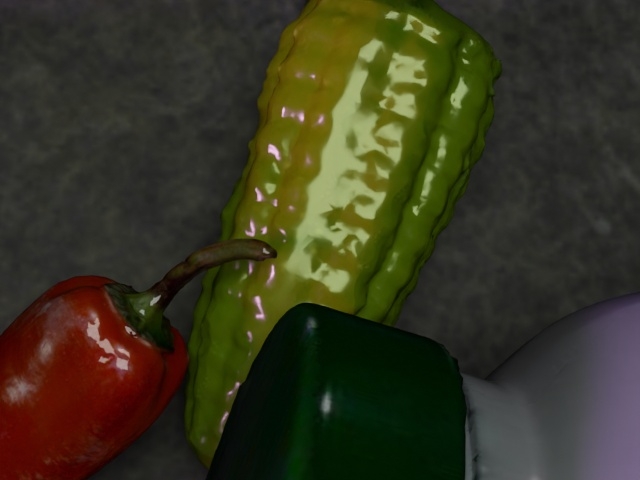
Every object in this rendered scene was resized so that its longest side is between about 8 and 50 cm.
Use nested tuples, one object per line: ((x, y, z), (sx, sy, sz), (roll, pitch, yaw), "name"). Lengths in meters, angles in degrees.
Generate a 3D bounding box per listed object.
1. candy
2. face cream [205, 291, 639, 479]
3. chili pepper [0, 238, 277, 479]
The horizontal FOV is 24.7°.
((0.000, 0.000, 0.599), (0.097, 0.097, 0.209), (23, 84, 0), "candy")
((0.128, 0.169, 0.499), (0.357, 0.219, 0.312), (17, 86, -8), "face cream")
((-0.129, 0.077, 0.568), (0.272, 0.063, 0.071), (-35, 76, 7), "chili pepper")
